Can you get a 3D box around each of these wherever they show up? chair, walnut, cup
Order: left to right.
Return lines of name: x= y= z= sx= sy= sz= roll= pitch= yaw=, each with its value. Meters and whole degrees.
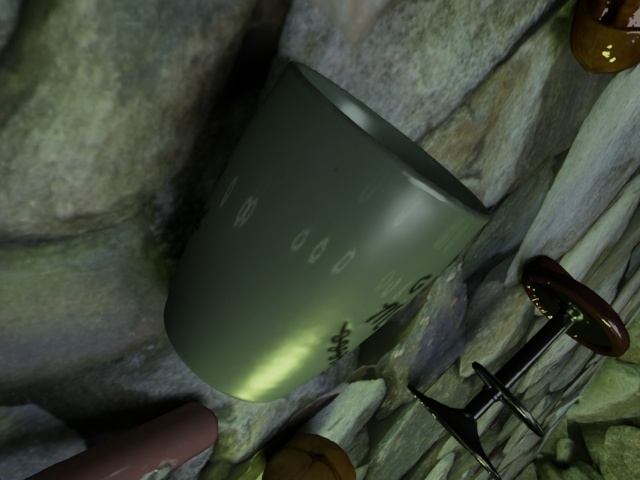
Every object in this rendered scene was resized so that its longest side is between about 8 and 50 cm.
walnut: x=-0.024 y=0.374 z=0.794 sx=0.144 sy=0.144 sz=0.180 roll=-22 pitch=141 yaw=-30
cup: x=0.000 y=0.000 z=0.470 sx=0.234 sy=0.186 sz=0.258 roll=-52 pitch=171 yaw=20
chair: x=0.373 y=0.206 z=0.961 sx=0.401 sy=0.226 sz=0.226 roll=-44 pitch=143 yaw=-6
walnut: x=0.354 y=-0.284 z=0.587 sx=0.115 sy=0.116 sz=0.207 roll=5 pitch=120 yaw=-47

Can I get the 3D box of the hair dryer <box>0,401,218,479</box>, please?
hair dryer: x=-0.195 y=0.227 z=0.459 sx=0.352 sy=0.210 sz=0.125 roll=-12 pitch=128 yaw=-57
